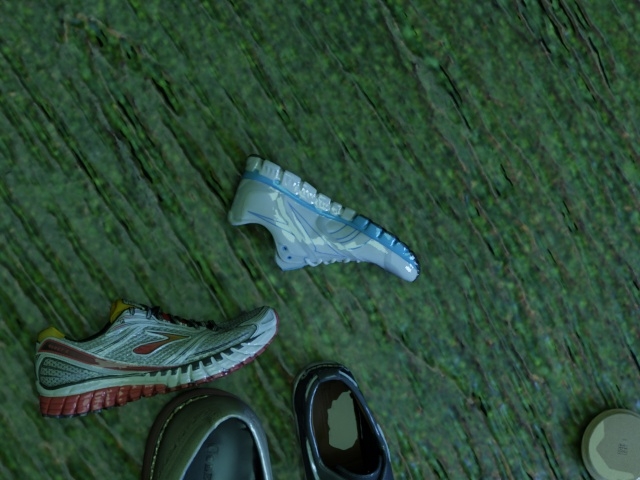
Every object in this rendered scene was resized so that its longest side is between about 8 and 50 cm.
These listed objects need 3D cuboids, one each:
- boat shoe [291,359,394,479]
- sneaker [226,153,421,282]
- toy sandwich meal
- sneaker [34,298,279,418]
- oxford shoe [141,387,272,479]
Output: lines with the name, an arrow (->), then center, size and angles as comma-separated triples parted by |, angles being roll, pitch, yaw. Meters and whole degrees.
boat shoe -> 0.030, 0.225, 1.475 | 0.084, 0.079, 0.233 | -16, 92, -14
sneaker -> 0.000, 0.000, 1.492 | 0.191, 0.071, 0.083 | 29, 88, -1
toy sandwich meal -> 0.288, 0.203, 1.559 | 0.086, 0.029, 0.085 | 1, 83, -9
sneaker -> -0.145, 0.091, 1.438 | 0.225, 0.088, 0.092 | -13, 89, -13
oxford shoe -> -0.108, 0.328, 1.401 | 0.140, 0.146, 0.397 | 0, 86, -12
